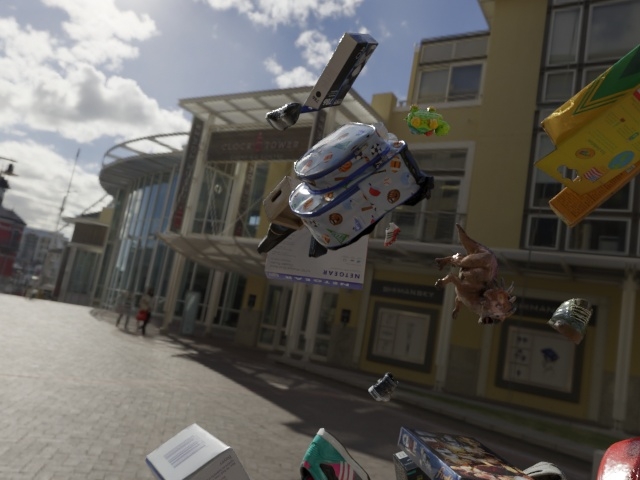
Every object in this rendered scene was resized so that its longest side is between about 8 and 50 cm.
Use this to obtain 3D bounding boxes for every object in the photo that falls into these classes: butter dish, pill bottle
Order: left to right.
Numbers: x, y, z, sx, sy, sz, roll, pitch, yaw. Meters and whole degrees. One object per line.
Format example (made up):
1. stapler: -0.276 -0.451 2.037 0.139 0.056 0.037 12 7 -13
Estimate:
1. pill bottle: 0.200 -0.260 1.555 0.112 0.112 0.186 -1 -45 51
2. butter dish: 0.407 0.335 0.660 0.118 0.160 0.160 -26 7 47

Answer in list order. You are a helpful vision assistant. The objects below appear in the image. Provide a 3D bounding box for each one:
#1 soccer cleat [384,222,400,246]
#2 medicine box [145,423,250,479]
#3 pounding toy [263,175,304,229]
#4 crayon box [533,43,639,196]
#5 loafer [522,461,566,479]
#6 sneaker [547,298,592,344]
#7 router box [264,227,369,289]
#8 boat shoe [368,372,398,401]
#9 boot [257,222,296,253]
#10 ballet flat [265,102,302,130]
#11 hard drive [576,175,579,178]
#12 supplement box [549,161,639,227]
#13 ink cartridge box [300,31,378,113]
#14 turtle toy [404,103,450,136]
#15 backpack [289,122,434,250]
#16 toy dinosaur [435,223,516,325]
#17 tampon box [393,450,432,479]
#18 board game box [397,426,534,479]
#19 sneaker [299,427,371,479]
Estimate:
1. soccer cleat: 0.185 -0.014 1.354 0.029 0.035 0.083 -24 -26 -28
2. medicine box: -0.247 0.606 1.181 0.149 0.289 0.264 -30 9 -30
3. pounding toy: -0.058 -0.114 1.358 0.130 0.100 0.141 15 -46 -40
4. crayon box: 0.583 -0.235 0.990 0.202 0.081 0.318 21 -48 -35
5. loafer: 0.452 0.647 1.240 0.112 0.320 0.111 52 -2 26
6. sneaker: 0.516 0.154 1.047 0.064 0.086 0.192 38 8 18
7. router box: 0.000 0.000 1.772 0.336 0.300 0.082 6 -22 4
8. boat shoe: 0.219 0.474 1.661 0.065 0.083 0.183 49 5 20
9. boot: -0.115 -0.036 1.640 0.198 0.076 0.137 -22 -23 -48
10. ballet flat: -0.093 -0.315 1.306 0.057 0.049 0.173 46 -16 -25
11. hard drive: 0.746 -0.184 1.356 0.135 0.022 0.094 6 -45 -41
12. supplement box: 0.632 -0.135 1.150 0.080 0.233 0.078 50 14 24
13. ink cartridge box: 0.058 -0.558 1.774 0.065 0.332 0.165 45 36 10
14. turtle toy: 0.299 -0.326 1.429 0.130 0.095 0.066 8 -46 0
15. backpack: 0.061 -0.117 1.102 0.213 0.263 0.276 45 -1 -19
16. toy dinosaur: 0.420 0.097 1.344 0.201 0.295 0.127 -12 -29 39
17. tampon box: 0.328 0.799 1.730 0.121 0.160 0.101 -12 13 -17
18. board game box: 0.261 0.406 0.921 0.165 0.042 0.243 13 -4 -13
19. sneaker: 0.036 0.751 1.611 0.124 0.178 0.295 2 -47 57
